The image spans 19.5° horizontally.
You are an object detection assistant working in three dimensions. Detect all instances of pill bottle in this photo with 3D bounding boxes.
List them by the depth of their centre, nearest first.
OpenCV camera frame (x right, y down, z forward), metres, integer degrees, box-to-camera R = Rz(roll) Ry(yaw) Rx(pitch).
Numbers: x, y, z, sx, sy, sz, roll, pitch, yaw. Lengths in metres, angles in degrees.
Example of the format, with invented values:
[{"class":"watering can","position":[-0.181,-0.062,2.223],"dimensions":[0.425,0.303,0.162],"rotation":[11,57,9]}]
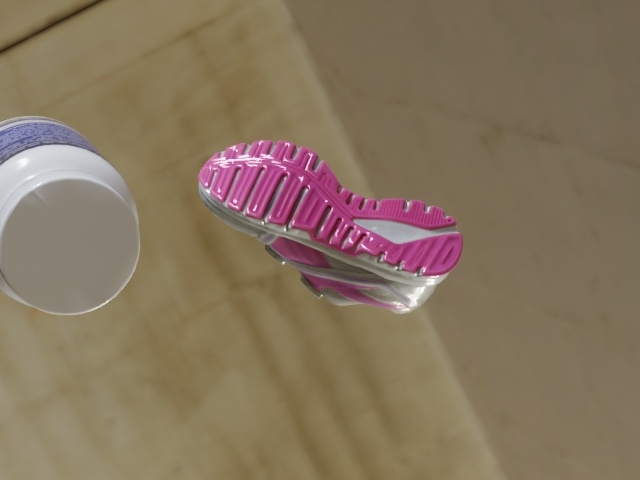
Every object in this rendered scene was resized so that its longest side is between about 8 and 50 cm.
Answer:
[{"class":"pill bottle","position":[-0.252,-0.023,1.723],"dimensions":[0.153,0.153,0.264],"rotation":[64,-10,-18]}]

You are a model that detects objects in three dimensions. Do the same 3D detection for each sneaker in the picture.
[{"class":"sneaker","position":[0.000,0.000,1.692],"dimensions":[0.252,0.103,0.111],"rotation":[26,-39,12]}]
